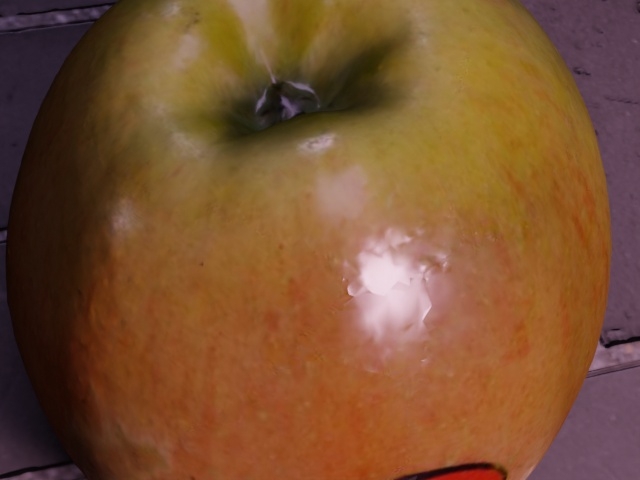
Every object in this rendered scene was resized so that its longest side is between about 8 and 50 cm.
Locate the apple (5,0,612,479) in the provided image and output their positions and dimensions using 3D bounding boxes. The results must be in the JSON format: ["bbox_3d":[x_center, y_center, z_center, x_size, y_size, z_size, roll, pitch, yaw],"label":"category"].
[{"bbox_3d":[0.000,0.000,0.879,0.339,0.305,0.338,4,44,-4],"label":"apple"}]
